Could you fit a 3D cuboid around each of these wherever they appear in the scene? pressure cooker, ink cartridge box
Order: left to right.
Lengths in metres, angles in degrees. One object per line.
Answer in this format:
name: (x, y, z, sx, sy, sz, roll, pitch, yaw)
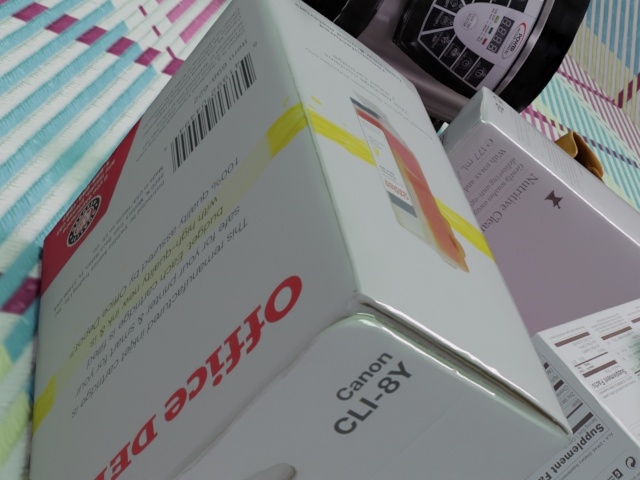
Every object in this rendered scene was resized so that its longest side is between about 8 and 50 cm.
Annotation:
ink cartridge box: (-0.043, 0.048, 0.744, 0.160, 0.279, 0.384, 32, 23, -27)
pressure cooker: (0.201, -0.373, 1.781, 0.420, 0.370, 0.375, 21, 68, -24)

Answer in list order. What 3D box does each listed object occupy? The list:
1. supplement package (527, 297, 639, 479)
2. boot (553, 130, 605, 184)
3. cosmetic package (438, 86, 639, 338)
supplement package: (0.218, 0.180, 1.017, 0.145, 0.204, 0.262, 49, 27, 21)
boot: (0.272, -0.076, 1.619, 0.104, 0.211, 0.295, 26, 26, -38)
cosmetic package: (0.273, 0.024, 1.429, 0.385, 0.217, 0.156, 37, 22, -8)
